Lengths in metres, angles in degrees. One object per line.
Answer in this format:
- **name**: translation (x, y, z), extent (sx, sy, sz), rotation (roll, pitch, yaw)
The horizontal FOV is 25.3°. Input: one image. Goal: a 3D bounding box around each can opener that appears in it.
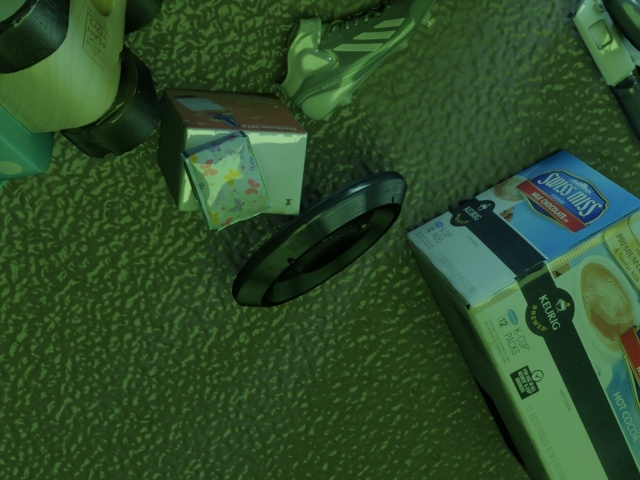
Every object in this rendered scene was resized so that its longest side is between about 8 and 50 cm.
- **can opener**: translation (0.385, -0.172, 1.654), extent (0.076, 0.095, 0.283), rotation (-34, 113, 1)

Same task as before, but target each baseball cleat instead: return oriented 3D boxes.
- **baseball cleat**: translation (0.037, -0.228, 1.562), extent (0.109, 0.072, 0.206), rotation (42, 92, -16)

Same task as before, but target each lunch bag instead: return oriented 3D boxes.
- **lunch bag**: translation (-0.093, -0.058, 1.414), extent (0.071, 0.053, 0.083), rotation (-22, 104, -7)

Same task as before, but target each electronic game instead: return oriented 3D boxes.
- **electronic game**: translation (0.000, 0.000, 1.570), extent (0.229, 0.229, 0.048), rotation (-36, 77, 1)

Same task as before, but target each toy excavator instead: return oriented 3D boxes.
- **toy excavator**: translation (-0.396, -0.141, 1.378), extent (0.445, 0.433, 0.222), rotation (-9, 152, 21)

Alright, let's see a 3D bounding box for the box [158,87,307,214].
- **box**: translation (-0.097, -0.097, 1.521), extent (0.130, 0.170, 0.091), rotation (2, 109, -15)

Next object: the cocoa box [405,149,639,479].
- **cocoa box**: translation (0.293, 0.113, 1.660), extent (0.228, 0.231, 0.347), rotation (-29, 114, -3)

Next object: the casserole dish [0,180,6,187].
- **casserole dish**: translation (-0.382, -0.101, 1.523), extent (0.114, 0.037, 0.188), rotation (37, 98, -23)
